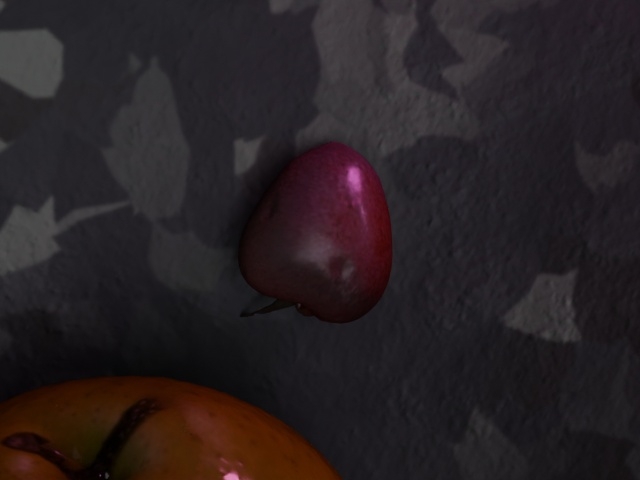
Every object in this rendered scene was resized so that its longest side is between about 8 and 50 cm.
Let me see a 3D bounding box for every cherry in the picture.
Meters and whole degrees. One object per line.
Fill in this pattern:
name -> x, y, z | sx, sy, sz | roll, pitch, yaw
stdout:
cherry -> -0.003, -0.001, 1.090 | 0.106, 0.087, 0.126 | -2, 102, -16

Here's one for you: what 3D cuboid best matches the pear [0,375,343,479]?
pear -> -0.116, 0.277, 0.978 | 0.362, 0.362, 0.418 | -16, 129, -9
